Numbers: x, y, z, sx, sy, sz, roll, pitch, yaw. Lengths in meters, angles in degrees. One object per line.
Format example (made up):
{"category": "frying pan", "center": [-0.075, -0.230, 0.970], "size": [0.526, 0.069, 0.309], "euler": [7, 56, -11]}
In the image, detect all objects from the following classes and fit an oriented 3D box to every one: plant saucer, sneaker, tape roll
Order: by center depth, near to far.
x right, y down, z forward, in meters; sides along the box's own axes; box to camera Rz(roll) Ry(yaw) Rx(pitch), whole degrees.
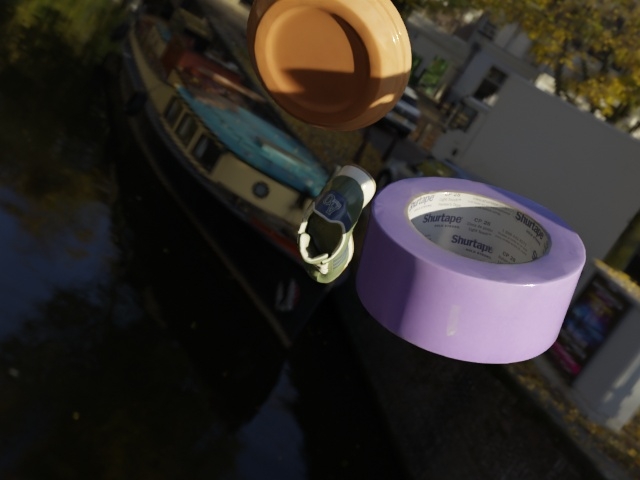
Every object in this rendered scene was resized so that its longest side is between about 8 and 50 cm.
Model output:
{"category": "tape roll", "center": [0.129, 0.020, 0.782], "size": [0.189, 0.080, 0.189], "euler": [8, 30, -5]}
{"category": "plant saucer", "center": [0.002, -0.208, 0.997], "size": [0.200, 0.200, 0.037], "euler": [33, 42, 3]}
{"category": "sneaker", "center": [0.000, 0.000, 1.012], "size": [0.064, 0.192, 0.086], "euler": [34, 51, 11]}
